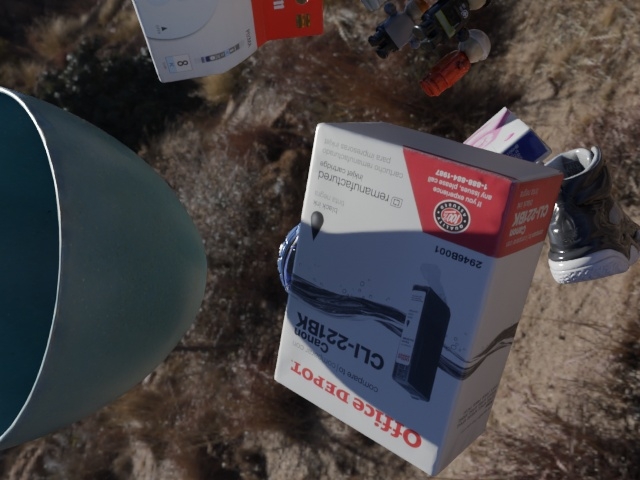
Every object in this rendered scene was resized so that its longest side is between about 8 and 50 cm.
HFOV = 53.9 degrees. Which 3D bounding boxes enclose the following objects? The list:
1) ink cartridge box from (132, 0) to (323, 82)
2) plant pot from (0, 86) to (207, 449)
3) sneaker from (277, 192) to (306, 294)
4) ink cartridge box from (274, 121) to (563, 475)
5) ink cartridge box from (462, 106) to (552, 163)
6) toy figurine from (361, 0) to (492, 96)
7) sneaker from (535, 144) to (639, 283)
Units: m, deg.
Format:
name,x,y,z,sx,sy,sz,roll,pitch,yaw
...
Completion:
name,x,y,z,sx,sy,sz,roll,pitch,yaw
ink cartridge box,-0.178,-0.484,1.289,0.308,0.384,0.091,88,171,-61
plant pot,-0.221,0.027,0.575,0.290,0.195,0.290,-4,84,39
sneaker,0.000,0.000,0.996,0.087,0.083,0.221,35,113,40
ink cartridge box,0.080,0.044,0.592,0.197,0.114,0.273,23,113,33
ink cartridge box,0.250,-0.112,1.188,0.324,0.071,0.330,-42,11,17
toy figurine,0.185,-0.382,1.079,0.148,0.213,0.209,-43,64,-5
sneaker,0.344,-0.042,0.799,0.101,0.268,0.153,-16,90,34
